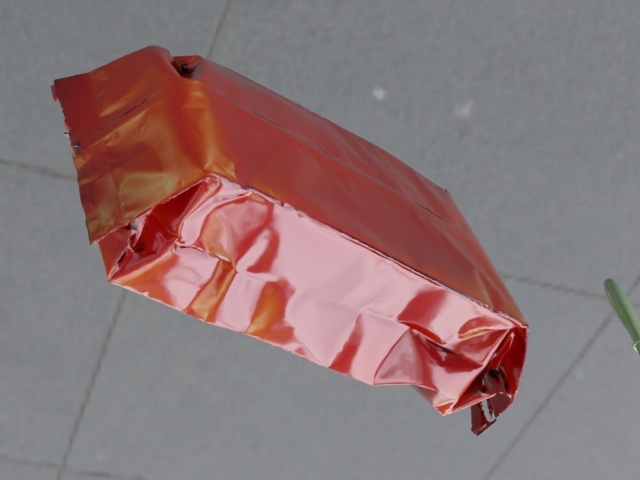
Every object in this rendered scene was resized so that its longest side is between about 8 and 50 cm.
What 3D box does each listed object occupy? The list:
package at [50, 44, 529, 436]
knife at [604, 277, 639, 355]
[{"bbox_3d":[-0.001,0.000,1.057,0.423,0.196,0.123,27,116,-34],"label":"package"},{"bbox_3d":[0.242,0.078,1.055,0.014,0.207,0.030,-43,109,15],"label":"knife"}]
